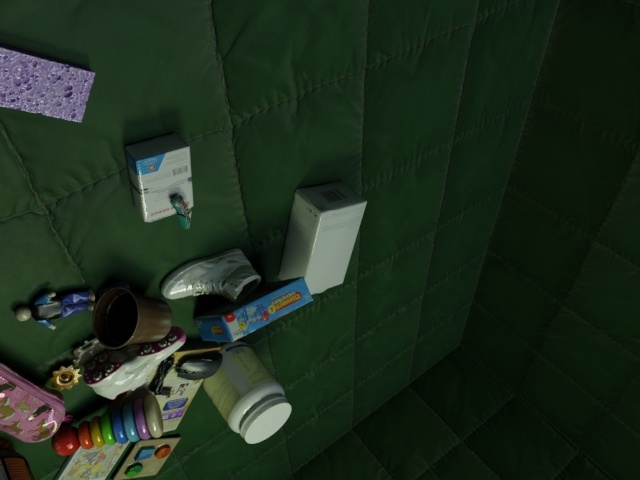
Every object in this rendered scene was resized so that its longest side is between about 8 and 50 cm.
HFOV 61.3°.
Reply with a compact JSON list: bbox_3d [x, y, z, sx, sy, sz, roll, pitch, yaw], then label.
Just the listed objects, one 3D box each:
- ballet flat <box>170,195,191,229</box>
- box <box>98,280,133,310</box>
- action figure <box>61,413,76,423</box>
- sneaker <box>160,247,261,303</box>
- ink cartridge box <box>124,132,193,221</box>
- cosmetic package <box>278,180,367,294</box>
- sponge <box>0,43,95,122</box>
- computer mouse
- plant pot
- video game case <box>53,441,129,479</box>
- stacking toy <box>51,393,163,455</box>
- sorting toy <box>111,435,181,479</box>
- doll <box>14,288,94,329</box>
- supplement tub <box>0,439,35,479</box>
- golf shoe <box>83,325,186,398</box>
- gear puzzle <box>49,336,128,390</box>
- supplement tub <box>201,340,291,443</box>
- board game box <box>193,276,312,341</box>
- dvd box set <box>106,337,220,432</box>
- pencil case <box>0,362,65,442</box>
[{"bbox_3d":[-0.355,-0.075,1.405,0.041,0.041,0.114,-34,146,-19],"label":"ballet flat"},{"bbox_3d":[-0.588,0.172,1.553,0.081,0.028,0.136,-23,136,-32],"label":"box"},{"bbox_3d":[-0.815,0.560,1.697,0.038,0.030,0.115,-50,148,-3],"label":"action figure"},{"bbox_3d":[-0.330,0.136,1.674,0.293,0.169,0.108,-25,142,-27],"label":"sneaker"},{"bbox_3d":[-0.405,-0.158,1.370,0.140,0.082,0.190,-23,141,-31],"label":"ink cartridge box"},{"bbox_3d":[0.000,0.000,1.910,0.217,0.156,0.385,-15,136,-38],"label":"cosmetic package"},{"bbox_3d":[-0.571,-0.313,1.079,0.210,0.031,0.117,2,122,-49],"label":"sponge"},{"bbox_3d":[-0.452,0.472,1.859,0.262,0.060,0.184,11,115,-51],"label":"computer mouse"},{"bbox_3d":[-0.517,0.221,1.523,0.167,0.167,0.165,-52,153,8],"label":"plant pot"},{"bbox_3d":[-0.817,0.792,1.927,0.206,0.026,0.227,18,110,-54],"label":"video game case"},{"bbox_3d":[-0.683,0.608,1.730,0.330,0.141,0.141,-15,138,-11],"label":"stacking toy"},{"bbox_3d":[-0.708,0.906,2.146,0.229,0.041,0.307,16,111,-53],"label":"sorting toy"},{"bbox_3d":[-0.699,0.181,1.423,0.189,0.046,0.129,-9,130,-43],"label":"doll"},{"bbox_3d":[-0.900,0.744,1.509,0.207,0.338,0.207,-28,141,-25],"label":"supplement tub"},{"bbox_3d":[-0.542,0.365,1.624,0.306,0.115,0.140,-25,130,-15],"label":"golf shoe"},{"bbox_3d":[-0.645,0.346,1.633,0.339,0.044,0.175,-31,123,-21],"label":"gear puzzle"},{"bbox_3d":[-0.281,0.561,2.011,0.235,0.325,0.235,-28,142,-25],"label":"supplement tub"},{"bbox_3d":[-0.228,0.227,1.782,0.302,0.086,0.308,-24,-176,-29],"label":"board game box"},{"bbox_3d":[-0.567,0.525,1.900,0.308,0.062,0.420,6,120,-49],"label":"dvd box set"},{"bbox_3d":[-0.829,0.400,1.404,0.160,0.167,0.386,-56,152,-26],"label":"pencil case"}]
